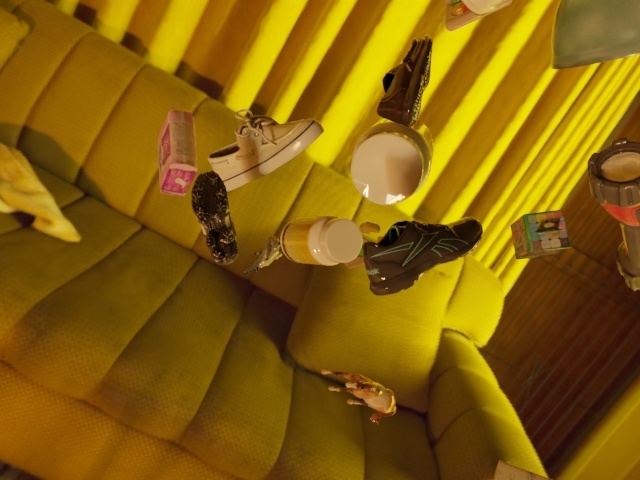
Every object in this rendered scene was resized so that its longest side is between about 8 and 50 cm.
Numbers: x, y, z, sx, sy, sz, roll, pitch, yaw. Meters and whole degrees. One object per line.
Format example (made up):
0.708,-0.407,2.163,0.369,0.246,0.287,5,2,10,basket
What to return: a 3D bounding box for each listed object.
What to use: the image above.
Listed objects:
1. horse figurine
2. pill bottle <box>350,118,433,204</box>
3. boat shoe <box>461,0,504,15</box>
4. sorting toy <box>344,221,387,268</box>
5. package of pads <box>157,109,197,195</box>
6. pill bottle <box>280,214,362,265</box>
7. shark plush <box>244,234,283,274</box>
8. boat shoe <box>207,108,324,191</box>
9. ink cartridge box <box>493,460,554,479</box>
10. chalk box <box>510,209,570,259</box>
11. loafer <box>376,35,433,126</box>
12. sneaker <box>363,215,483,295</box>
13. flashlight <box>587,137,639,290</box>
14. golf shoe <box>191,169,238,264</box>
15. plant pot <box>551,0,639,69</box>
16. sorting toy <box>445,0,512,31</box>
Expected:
0.118,0.395,1.297,0.174,0.066,0.263,-7,-40,43,horse figurine
0.194,-0.219,1.346,0.204,0.204,0.361,32,23,3,pill bottle
0.207,-0.470,0.766,0.277,0.098,0.096,31,-25,-27,boat shoe
0.084,0.006,1.577,0.229,0.041,0.307,32,-28,-22,sorting toy
-0.153,-0.094,0.540,0.032,0.050,0.083,8,52,-29,package of pads
0.000,0.000,1.211,0.119,0.119,0.208,23,-11,-29,pill bottle
-0.186,0.054,1.647,0.067,0.161,0.073,33,-15,21,shark plush
-0.159,-0.249,1.246,0.156,0.367,0.136,54,49,-19,boat shoe
0.470,0.597,1.132,0.176,0.127,0.128,11,-31,27,ink cartridge box
0.734,-0.023,1.688,0.132,0.132,0.213,-6,-12,4,chalk box
0.149,-0.292,0.897,0.078,0.080,0.220,10,52,15,loafer
0.194,0.003,0.941,0.101,0.267,0.106,-9,-74,64,sneaker
0.510,-0.030,0.826,0.103,0.103,0.304,19,-20,44,flashlight
-0.220,-0.044,1.062,0.077,0.198,0.094,-11,-5,-6,golf shoe
0.631,-0.500,1.069,0.293,0.293,0.196,-96,169,-73,plant pot
0.460,-0.717,1.499,0.038,0.193,0.208,51,35,-35,sorting toy
